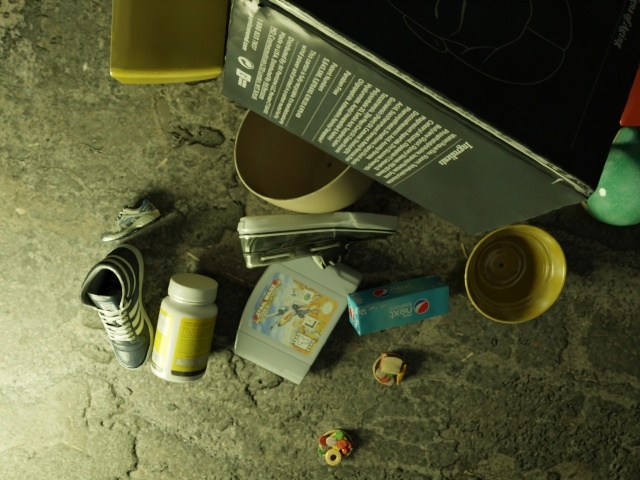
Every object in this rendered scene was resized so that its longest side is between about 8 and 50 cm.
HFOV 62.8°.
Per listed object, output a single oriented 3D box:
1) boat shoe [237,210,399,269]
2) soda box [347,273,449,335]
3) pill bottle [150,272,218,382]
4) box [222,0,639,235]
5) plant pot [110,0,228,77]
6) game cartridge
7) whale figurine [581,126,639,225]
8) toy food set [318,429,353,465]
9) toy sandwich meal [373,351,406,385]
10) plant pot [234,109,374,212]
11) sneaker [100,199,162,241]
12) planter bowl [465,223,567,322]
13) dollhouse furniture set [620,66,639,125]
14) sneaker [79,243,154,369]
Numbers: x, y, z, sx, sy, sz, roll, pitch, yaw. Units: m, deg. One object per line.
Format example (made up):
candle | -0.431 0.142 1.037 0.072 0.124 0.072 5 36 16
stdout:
boat shoe | 0.000 0.000 1.079 0.335 0.121 0.119 -4 94 -11
soda box | 0.168 0.136 1.132 0.210 0.067 0.071 -11 112 -12
pill bottle | -0.286 0.183 1.121 0.119 0.119 0.208 13 101 -5
box | 0.181 -0.338 0.757 0.472 0.297 0.479 28 75 -7
plant pot | -0.274 -0.393 0.970 0.187 0.212 0.212 3 102 -16
game cartridge | -0.062 0.155 1.160 0.198 0.062 0.297 27 99 -12
whale figurine | 0.681 -0.138 1.086 0.272 0.141 0.216 -25 101 2
toy food set | 0.036 0.488 1.247 0.083 0.020 0.082 -37 101 5
toy sandwich meal | 0.162 0.297 1.209 0.086 0.029 0.085 0 102 -2
plant pot | 0.007 -0.164 1.007 0.284 0.284 0.191 -42 144 6
sneaker | -0.407 -0.043 1.110 0.135 0.052 0.058 -28 92 -4
planter bowl | 0.408 0.063 1.141 0.217 0.090 0.217 -1 101 -3
dollhouse furniture set | 0.645 -0.359 1.041 0.262 0.135 0.259 -2 102 -2
sneaker | -0.421 0.158 1.092 0.099 0.153 0.282 -1 102 -2
